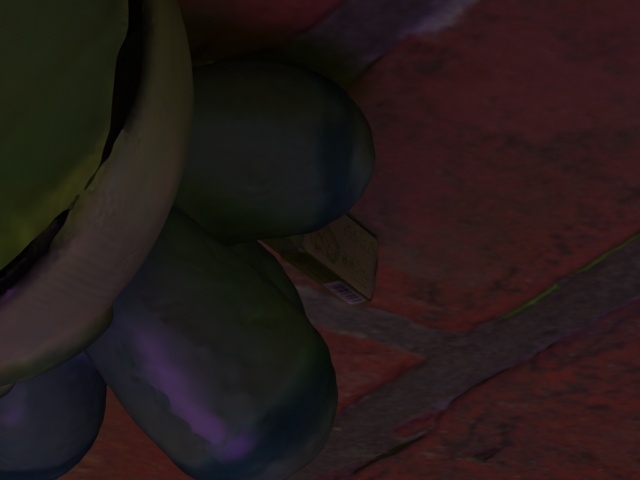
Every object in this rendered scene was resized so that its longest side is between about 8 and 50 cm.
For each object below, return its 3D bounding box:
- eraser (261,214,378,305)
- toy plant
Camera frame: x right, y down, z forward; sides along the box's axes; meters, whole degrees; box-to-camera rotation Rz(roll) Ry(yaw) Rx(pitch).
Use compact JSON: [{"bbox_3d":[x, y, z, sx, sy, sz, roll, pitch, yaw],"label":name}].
[{"bbox_3d":[0.000,0.000,0.964,0.019,0.038,0.083,-11,148,34],"label":"eraser"},{"bbox_3d":[-0.103,-0.004,0.808,0.247,0.247,0.332,-9,156,22],"label":"toy plant"}]
